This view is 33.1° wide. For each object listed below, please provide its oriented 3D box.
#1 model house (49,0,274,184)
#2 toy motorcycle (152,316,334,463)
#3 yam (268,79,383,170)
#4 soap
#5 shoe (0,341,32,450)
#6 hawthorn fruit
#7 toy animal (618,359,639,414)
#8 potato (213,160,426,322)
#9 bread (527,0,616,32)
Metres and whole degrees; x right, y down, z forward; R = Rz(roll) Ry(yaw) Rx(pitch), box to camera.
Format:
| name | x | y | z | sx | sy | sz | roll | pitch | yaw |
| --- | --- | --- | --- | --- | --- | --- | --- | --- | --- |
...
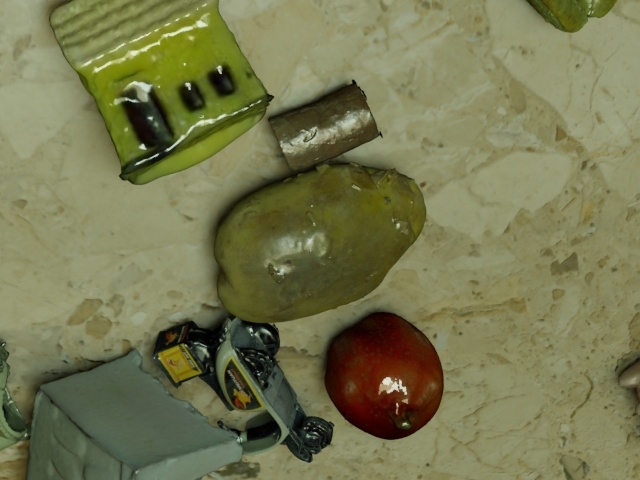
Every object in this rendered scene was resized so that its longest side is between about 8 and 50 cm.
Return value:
| name | x | y | z | sx | sy | sz | roll | pitch | yaw |
| --- | --- | --- | --- | --- | --- | --- | --- | --- | --- |
| model house | -0.188 | -0.206 | 1.239 | 0.193 | 0.175 | 0.234 | -28 | 87 | -4 |
| toy motorcycle | -0.095 | 0.211 | 1.452 | 0.157 | 0.091 | 0.263 | -22 | 117 | 18 |
| yam | 0.005 | -0.142 | 1.361 | 0.127 | 0.084 | 0.084 | -24 | 116 | -4 |
| soap | -0.251 | 0.329 | 1.355 | 0.159 | 0.258 | 0.302 | -12 | 120 | -45 |
| shoe | -0.433 | 0.155 | 1.331 | 0.098 | 0.103 | 0.274 | -15 | 121 | -13 |
| hawthorn fruit | 0.095 | 0.193 | 1.463 | 0.169 | 0.188 | 0.169 | -10 | 119 | -19 |
| toy animal | 0.613 | 0.278 | 1.663 | 0.213 | 0.195 | 0.256 | -31 | 120 | 5 |
| potato | 0.000 | 0.000 | 1.383 | 0.296 | 0.141 | 0.191 | -26 | 120 | -9 |
| bread | 0.304 | -0.390 | 1.331 | 0.186 | 0.124 | 0.257 | -29 | 118 | -5 |
